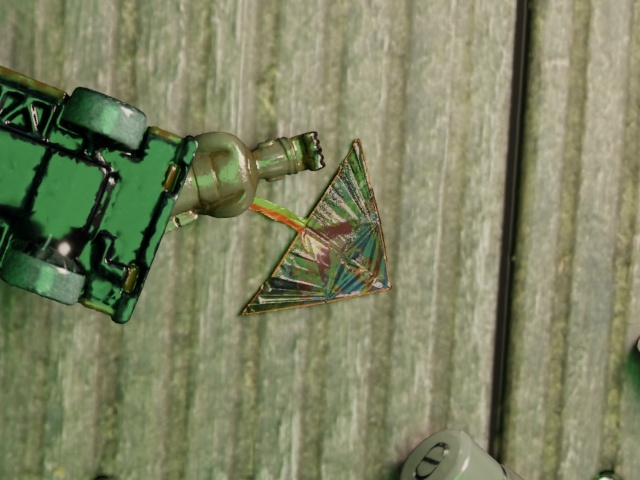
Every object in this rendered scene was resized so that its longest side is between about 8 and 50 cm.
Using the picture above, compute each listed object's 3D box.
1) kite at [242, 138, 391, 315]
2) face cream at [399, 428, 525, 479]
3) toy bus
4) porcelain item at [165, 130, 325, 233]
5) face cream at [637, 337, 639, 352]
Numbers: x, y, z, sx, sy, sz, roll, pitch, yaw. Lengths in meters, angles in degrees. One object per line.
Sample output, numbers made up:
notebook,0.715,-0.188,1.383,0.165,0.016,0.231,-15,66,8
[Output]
kite,0.000,0.000,1.491,0.159,0.010,0.190,37,80,-17
face cream,0.195,0.296,1.552,0.143,0.089,0.314,-49,116,-11
toy bus,-0.272,-0.064,1.264,0.324,0.194,0.161,22,88,-8
porcelain item,-0.102,-0.054,1.425,0.213,0.054,0.084,-16,102,-17
face cream,0.397,0.185,1.615,0.077,0.077,0.250,-36,105,-14
